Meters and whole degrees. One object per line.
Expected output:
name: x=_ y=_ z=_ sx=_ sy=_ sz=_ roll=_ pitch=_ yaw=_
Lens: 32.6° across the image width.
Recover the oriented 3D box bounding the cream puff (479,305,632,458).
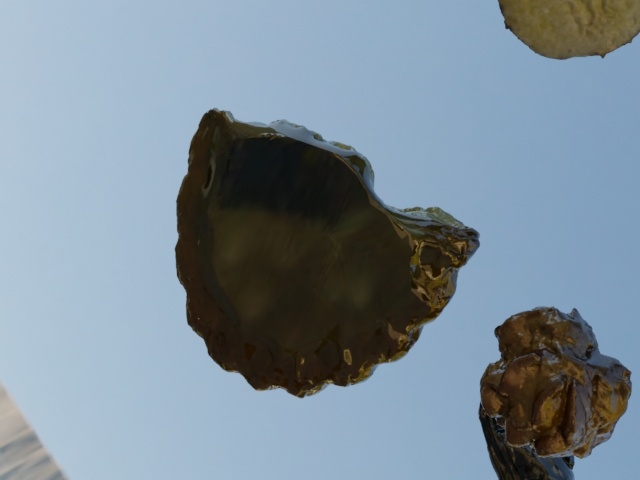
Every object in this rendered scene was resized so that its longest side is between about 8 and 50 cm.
cream puff: x=0.179 y=0.105 z=0.826 sx=0.122 sy=0.116 sz=0.094 roll=-90 pitch=-157 yaw=-60

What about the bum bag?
bum bag: x=0.219 y=0.250 z=1.085 sx=0.069 sy=0.102 sz=0.248 roll=-32 pitch=-131 yaw=35

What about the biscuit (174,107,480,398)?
biscuit: x=0.000 y=0.000 z=1.172 sx=0.078 sy=0.335 sz=0.329 roll=-10 pitch=90 yaw=-80

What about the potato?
potato: x=0.308 y=-0.374 z=1.304 sx=0.116 sy=0.239 sz=0.299 roll=-83 pitch=162 yaw=-65
